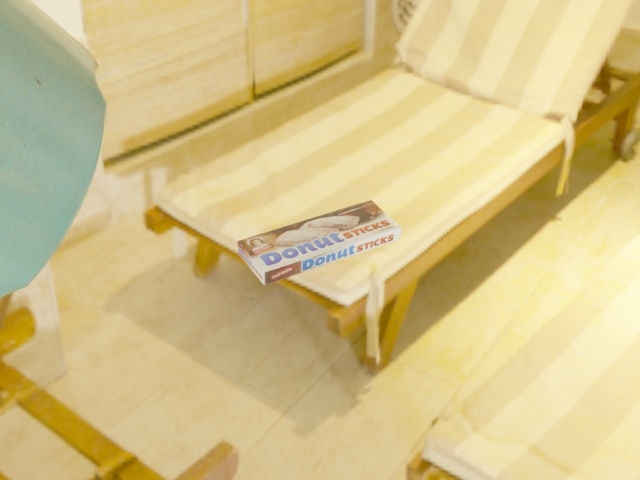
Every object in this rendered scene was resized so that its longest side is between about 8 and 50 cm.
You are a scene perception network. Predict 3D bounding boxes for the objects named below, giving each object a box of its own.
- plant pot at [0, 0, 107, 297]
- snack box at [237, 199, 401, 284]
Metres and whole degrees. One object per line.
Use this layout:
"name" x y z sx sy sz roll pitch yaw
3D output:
"plant pot" -0.342 -0.108 0.592 0.341 0.334 0.341 -18 57 31
"snack box" 0.000 0.000 1.046 0.178 0.022 0.064 -18 42 -25
